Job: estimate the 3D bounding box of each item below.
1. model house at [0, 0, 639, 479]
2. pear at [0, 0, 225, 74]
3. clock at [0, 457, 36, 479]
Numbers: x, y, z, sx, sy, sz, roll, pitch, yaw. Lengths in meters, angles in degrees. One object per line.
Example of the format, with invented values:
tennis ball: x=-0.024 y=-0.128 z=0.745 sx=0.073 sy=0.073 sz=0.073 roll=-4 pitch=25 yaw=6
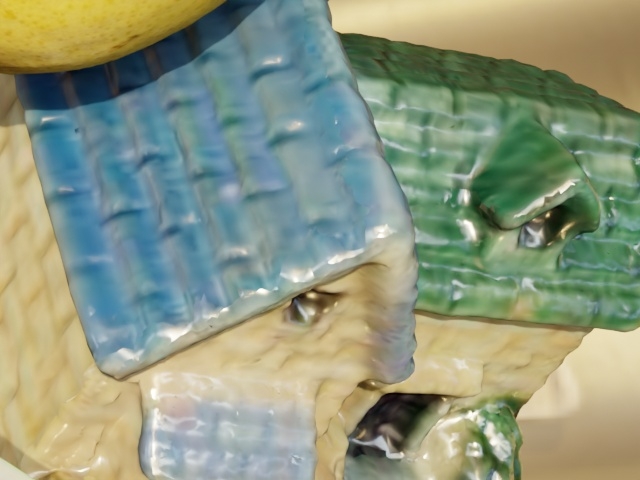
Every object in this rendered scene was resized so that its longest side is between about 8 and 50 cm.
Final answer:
model house: x=0.000 y=0.000 z=1.260 sx=0.445 sy=0.395 sz=0.400 roll=9 pitch=134 yaw=-34
pear: x=-0.149 y=-0.242 z=1.029 sx=0.314 sy=0.314 sz=0.314 roll=-1 pitch=161 yaw=0
clock: x=-0.197 y=0.280 z=0.956 sx=0.235 sy=0.166 sz=0.309 roll=36 pitch=121 yaw=-17
